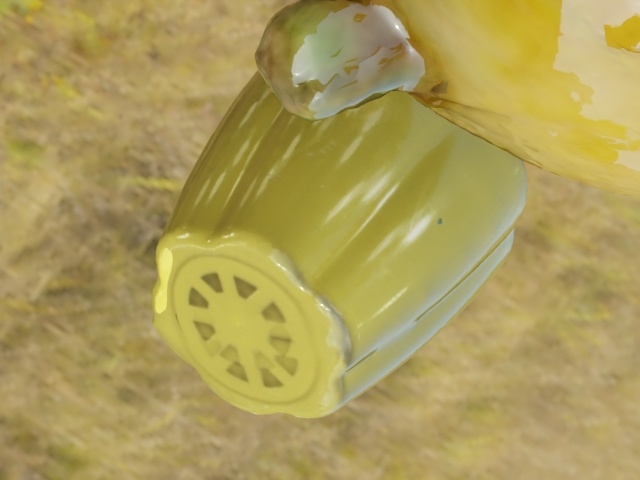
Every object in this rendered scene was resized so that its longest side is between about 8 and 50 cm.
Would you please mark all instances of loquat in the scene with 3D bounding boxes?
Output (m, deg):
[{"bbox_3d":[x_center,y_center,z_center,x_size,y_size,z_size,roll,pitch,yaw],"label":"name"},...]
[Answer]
[{"bbox_3d":[0.125,-0.164,0.777,0.359,0.328,0.328,-34,155,-13],"label":"loquat"}]

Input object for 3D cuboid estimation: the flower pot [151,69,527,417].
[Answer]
[{"bbox_3d":[0.000,0.000,1.026,0.179,0.195,0.195,-50,160,-43],"label":"flower pot"}]
